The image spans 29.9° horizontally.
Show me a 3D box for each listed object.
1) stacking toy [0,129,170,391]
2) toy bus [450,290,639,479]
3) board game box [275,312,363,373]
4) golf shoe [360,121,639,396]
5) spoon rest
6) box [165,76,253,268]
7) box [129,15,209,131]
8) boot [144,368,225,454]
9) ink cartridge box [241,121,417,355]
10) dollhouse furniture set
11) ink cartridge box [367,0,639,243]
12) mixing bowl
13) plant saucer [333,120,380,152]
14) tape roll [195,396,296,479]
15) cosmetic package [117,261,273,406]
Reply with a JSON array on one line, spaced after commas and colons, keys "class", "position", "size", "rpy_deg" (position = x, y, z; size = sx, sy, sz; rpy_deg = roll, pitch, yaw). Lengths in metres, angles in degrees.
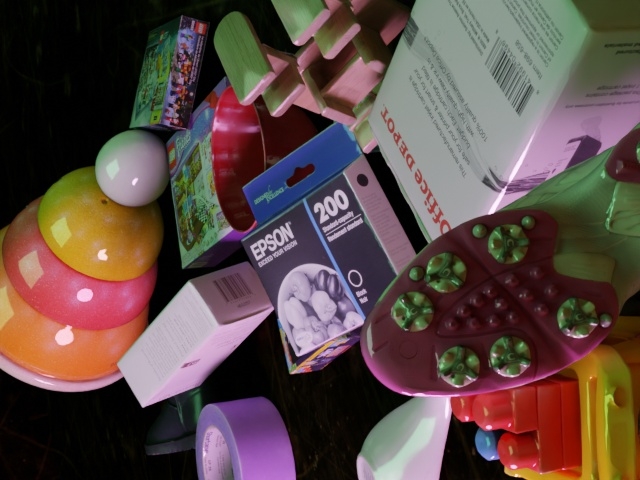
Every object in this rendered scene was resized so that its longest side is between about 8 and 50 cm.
[{"class": "stacking toy", "position": [-0.367, -0.008, 1.979], "size": [0.480, 0.351, 0.350], "rpy_deg": [-52, 47, 37]}, {"class": "toy bus", "position": [0.207, 0.117, 0.807], "size": [0.220, 0.212, 0.149], "rpy_deg": [6, 99, 63]}, {"class": "board game box", "position": [-0.012, 0.061, 1.459], "size": [0.141, 0.048, 0.170], "rpy_deg": [-43, 57, 57]}, {"class": "golf shoe", "position": [0.161, 0.015, 0.817], "size": [0.115, 0.306, 0.140], "rpy_deg": [60, 171, 4]}, {"class": "spoon rest", "position": [0.090, 0.209, 1.257], "size": [0.137, 0.084, 0.276], "rpy_deg": [-119, 20, -43]}, {"class": "box", "position": [-0.143, -0.089, 1.699], "size": [0.293, 0.057, 0.200], "rpy_deg": [149, 114, -63]}, {"class": "box", "position": [-0.231, -0.245, 1.806], "size": [0.233, 0.044, 0.159], "rpy_deg": [-169, 91, -70]}, {"class": "boot", "position": [-0.219, 0.225, 1.878], "size": [0.246, 0.094, 0.207], "rpy_deg": [-24, 77, 57]}, {"class": "ink cartridge box", "position": [0.000, 0.000, 1.303], "size": [0.206, 0.045, 0.208], "rpy_deg": [-32, 82, 47]}, {"class": "dollhouse furniture set", "position": [0.042, -0.226, 1.107], "size": [0.242, 0.212, 0.161], "rpy_deg": [-44, 52, 27]}, {"class": "ink cartridge box", "position": [0.158, -0.132, 0.974], "size": [0.197, 0.114, 0.272], "rpy_deg": [66, 148, 34]}, {"class": "mixing bowl", "position": [-0.059, -0.101, 1.468], "size": [0.181, 0.098, 0.181], "rpy_deg": [176, 90, -65]}, {"class": "plant saucer", "position": [0.062, -0.129, 1.298], "size": [0.192, 0.018, 0.067], "rpy_deg": [6, 100, 64]}, {"class": "tape roll", "position": [-0.107, 0.317, 1.679], "size": [0.189, 0.080, 0.188], "rpy_deg": [21, 113, 62]}, {"class": "cosmetic package", "position": [-0.175, 0.133, 1.665], "size": [0.085, 0.117, 0.231], "rpy_deg": [56, 133, 16]}]
